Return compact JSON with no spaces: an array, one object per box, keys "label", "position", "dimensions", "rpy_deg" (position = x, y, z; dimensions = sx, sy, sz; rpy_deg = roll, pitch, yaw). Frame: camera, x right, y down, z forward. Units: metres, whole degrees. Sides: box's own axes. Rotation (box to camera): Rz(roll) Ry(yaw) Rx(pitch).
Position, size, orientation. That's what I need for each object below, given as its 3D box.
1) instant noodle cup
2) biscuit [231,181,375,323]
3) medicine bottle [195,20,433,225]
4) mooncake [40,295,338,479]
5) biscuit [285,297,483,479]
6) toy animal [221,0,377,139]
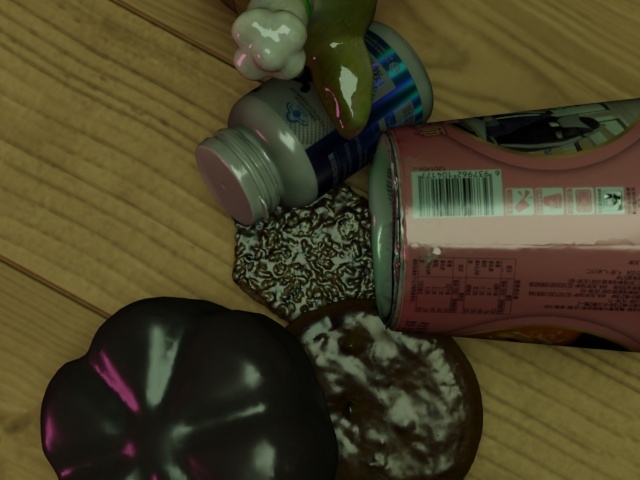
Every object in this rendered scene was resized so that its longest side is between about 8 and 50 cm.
[{"label":"instant noodle cup","position":[0.173,-0.013,1.156],"dimensions":[0.255,0.244,0.244],"rpy_deg":[-2,84,-5]},{"label":"biscuit","position":[-0.010,0.006,1.256],"dimensions":[0.237,0.026,0.131],"rpy_deg":[36,83,1]},{"label":"medicine bottle","position":[-0.006,-0.096,1.206],"dimensions":[0.191,0.107,0.107],"rpy_deg":[-35,86,-20]},{"label":"mooncake","position":[-0.107,0.166,1.163],"dimensions":[0.245,0.133,0.245],"rpy_deg":[-2,83,18]},{"label":"biscuit","position":[0.034,0.153,1.217],"dimensions":[0.212,0.036,0.212],"rpy_deg":[1,97,6]},{"label":"toy animal","position":[-0.004,-0.226,1.127],"dimensions":[0.180,0.363,0.181],"rpy_deg":[-44,126,10]}]
